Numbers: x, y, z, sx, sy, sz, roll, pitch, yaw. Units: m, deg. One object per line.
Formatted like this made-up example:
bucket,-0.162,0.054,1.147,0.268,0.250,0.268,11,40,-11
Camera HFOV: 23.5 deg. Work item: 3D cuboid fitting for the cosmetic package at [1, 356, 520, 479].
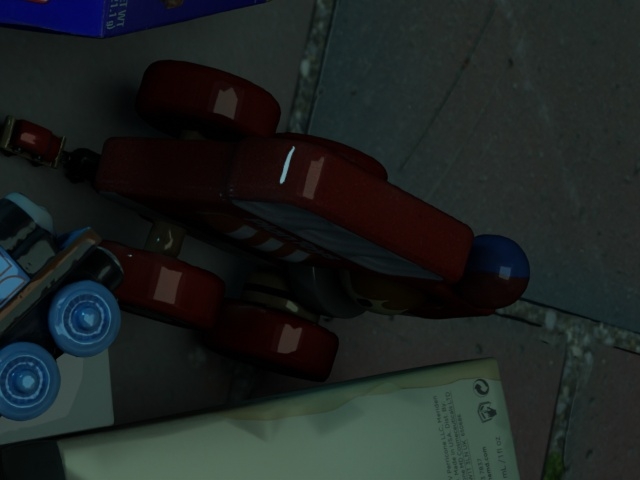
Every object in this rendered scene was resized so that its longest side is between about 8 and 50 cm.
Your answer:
cosmetic package,-0.039,0.161,1.030,0.309,0.160,0.113,-7,85,-26

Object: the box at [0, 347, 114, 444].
box,-0.224,0.070,0.959,0.130,0.170,0.091,-7,97,-33

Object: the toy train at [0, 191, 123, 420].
toy train,-0.190,0.053,0.833,0.184,0.080,0.105,-46,108,-22

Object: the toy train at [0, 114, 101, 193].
toy train,-0.199,-0.067,1.052,0.158,0.036,0.027,23,79,-32

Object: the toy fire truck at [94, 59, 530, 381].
toy fire truck,0.000,0.000,1.046,0.302,0.254,0.169,27,76,-44

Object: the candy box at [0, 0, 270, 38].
candy box,-0.106,-0.269,0.924,0.317,0.122,0.268,-41,140,-71
